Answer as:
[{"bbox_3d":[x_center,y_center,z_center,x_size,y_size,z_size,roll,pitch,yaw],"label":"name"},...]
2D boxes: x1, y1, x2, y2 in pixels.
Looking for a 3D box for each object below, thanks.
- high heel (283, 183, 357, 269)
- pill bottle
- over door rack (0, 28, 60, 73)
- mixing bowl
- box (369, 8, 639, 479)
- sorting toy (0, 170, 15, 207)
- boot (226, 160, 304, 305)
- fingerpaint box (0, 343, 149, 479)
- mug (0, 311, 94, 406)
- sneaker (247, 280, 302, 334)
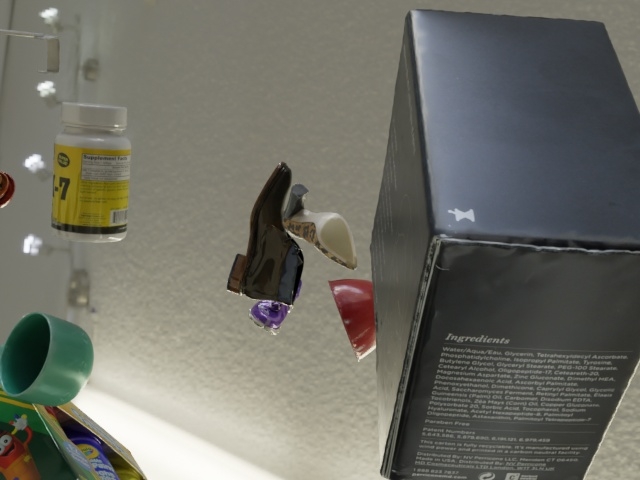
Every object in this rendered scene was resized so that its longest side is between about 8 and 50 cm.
[{"bbox_3d":[0.000,0.000,2.273,0.261,0.093,0.186,52,-25,18],"label":"high heel"},{"bbox_3d":[-0.358,-0.108,1.446,0.119,0.119,0.208,17,-75,55],"label":"pill bottle"},{"bbox_3d":[-0.529,-0.322,1.224,0.240,0.324,0.108,16,-87,19],"label":"over door rack"},{"bbox_3d":[0.091,0.151,1.933,0.181,0.098,0.181,-21,90,-90],"label":"mixing bowl"},{"bbox_3d":[0.239,0.011,1.279,0.479,0.298,0.471,-89,-178,-46],"label":"box"},{"bbox_3d":[-0.390,-0.070,1.025,0.042,0.102,0.061,91,7,-61],"label":"sorting toy"},{"bbox_3d":[-0.059,-0.006,1.428,0.106,0.082,0.219,22,-81,9],"label":"boot"},{"bbox_3d":[-0.425,0.439,1.617,0.163,0.444,0.371,-41,-135,-9],"label":"fingerpaint box"},{"bbox_3d":[-0.407,0.174,1.385,0.129,0.097,0.158,-54,-137,8],"label":"mug"},{"bbox_3d":[-0.079,0.110,1.689,0.071,0.068,0.170,-56,-179,28],"label":"sneaker"}]
